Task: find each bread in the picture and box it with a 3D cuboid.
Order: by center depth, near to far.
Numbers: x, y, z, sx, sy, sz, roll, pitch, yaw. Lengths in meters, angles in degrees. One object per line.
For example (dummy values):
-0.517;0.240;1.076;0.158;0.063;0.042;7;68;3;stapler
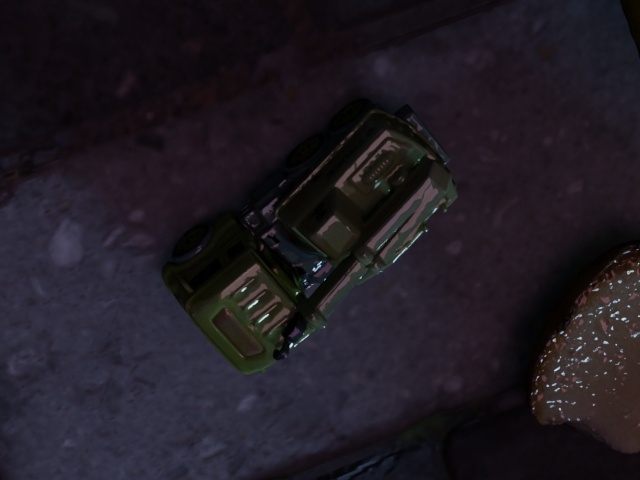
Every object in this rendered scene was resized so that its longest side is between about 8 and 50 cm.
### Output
0.182;0.063;1.059;0.126;0.044;0.129;31;98;-30;bread

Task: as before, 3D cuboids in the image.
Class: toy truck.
0.000;0.000;0.955;0.169;0.100;0.077;-38;113;2;toy truck

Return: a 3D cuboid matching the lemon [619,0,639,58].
0.296;-0.169;0.842;0.364;0.364;0.364;-5;112;-12;lemon
